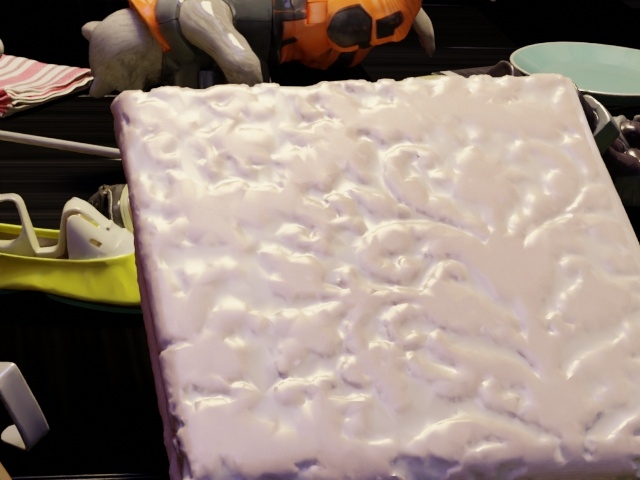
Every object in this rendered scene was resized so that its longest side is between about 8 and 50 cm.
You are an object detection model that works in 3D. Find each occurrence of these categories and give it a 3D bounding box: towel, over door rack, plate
[{"bbox_3d":[0.047,0.028,1.192,0.332,0.053,0.317,-3,53,-16],"label":"towel"},{"bbox_3d":[-0.249,-0.025,1.263,0.324,0.108,0.239,20,48,27],"label":"over door rack"},{"bbox_3d":[-0.341,-0.165,1.873,0.197,0.029,0.144,14,22,26],"label":"towel"},{"bbox_3d":[0.286,-0.166,1.937,0.188,0.024,0.188,4,20,-1],"label":"plate"}]

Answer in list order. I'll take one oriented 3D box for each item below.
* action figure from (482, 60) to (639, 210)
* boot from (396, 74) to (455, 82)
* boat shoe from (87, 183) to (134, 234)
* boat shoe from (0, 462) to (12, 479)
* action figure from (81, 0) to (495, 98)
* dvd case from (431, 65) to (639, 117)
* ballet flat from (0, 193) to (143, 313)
[{"bbox_3d":[0.237,-0.051,1.490,0.285,0.099,0.185,25,19,-36],"label":"action figure"},{"bbox_3d":[0.086,-0.051,1.529,0.262,0.095,0.203,-20,28,-34],"label":"boot"},{"bbox_3d":[-0.156,-0.017,1.468,0.049,0.056,0.152,-12,3,-1],"label":"boat shoe"},{"bbox_3d":[-0.171,0.174,0.905,0.089,0.104,0.285,-10,14,-22],"label":"boat shoe"},{"bbox_3d":[-0.050,-0.187,1.660,0.330,0.178,0.341,-13,8,-16],"label":"action figure"},{"bbox_3d":[0.249,-0.153,1.954,0.221,0.018,0.164,-9,25,-32],"label":"dvd case"},{"bbox_3d":[-0.200,0.006,1.367,0.231,0.077,0.077,4,19,2],"label":"ballet flat"}]
